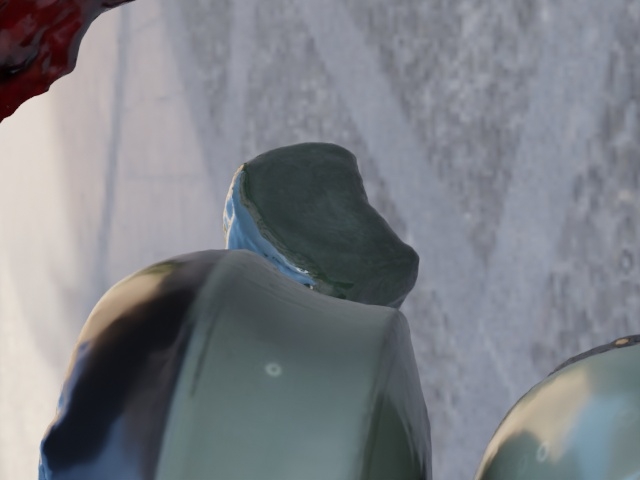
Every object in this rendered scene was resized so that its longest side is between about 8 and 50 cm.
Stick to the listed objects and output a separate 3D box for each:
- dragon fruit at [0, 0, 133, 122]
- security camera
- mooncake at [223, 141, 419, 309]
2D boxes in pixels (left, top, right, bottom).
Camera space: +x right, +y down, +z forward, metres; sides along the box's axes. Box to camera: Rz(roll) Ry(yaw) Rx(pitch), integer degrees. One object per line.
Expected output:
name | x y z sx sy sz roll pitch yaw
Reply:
dragon fruit | -0.278 -0.077 0.519 0.330 0.302 0.240 12 86 38
security camera | 0.060 0.110 0.512 0.191 0.277 0.197 -72 -14 -50
mooncake | 0.000 0.000 1.326 0.175 0.168 0.104 -77 -2 -46
